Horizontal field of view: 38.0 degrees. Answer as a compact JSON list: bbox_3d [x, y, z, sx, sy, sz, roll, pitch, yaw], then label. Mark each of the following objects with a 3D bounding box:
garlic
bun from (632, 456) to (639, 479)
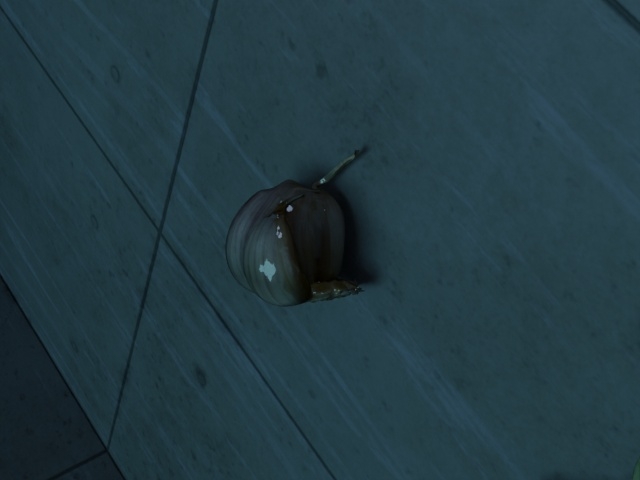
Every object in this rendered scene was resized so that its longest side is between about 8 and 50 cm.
[{"bbox_3d":[0.000,0.000,1.278,0.256,0.207,0.207,-36,78,21],"label":"garlic"},{"bbox_3d":[0.383,0.282,0.908,0.195,0.118,0.195,34,138,37],"label":"bun"}]
